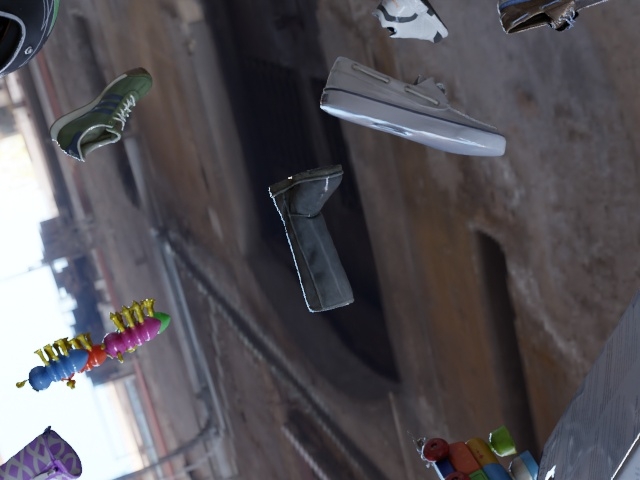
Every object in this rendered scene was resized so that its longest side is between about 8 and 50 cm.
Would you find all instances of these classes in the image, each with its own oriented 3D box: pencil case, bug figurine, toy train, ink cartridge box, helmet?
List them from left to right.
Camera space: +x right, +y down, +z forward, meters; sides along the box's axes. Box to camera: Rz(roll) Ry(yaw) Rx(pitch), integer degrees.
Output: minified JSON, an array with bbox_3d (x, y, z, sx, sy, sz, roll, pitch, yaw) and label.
[{"bbox_3d":[-0.334,-0.246,1.112,0.170,0.161,0.169,-10,-118,20],"label":"helmet"},{"bbox_3d":[-0.420,0.347,1.562,0.206,0.086,0.088,-39,-157,6],"label":"pencil case"},{"bbox_3d":[-0.327,0.159,1.680,0.216,0.072,0.279,-28,179,-3],"label":"bug figurine"},{"bbox_3d":[0.235,0.327,1.758,0.143,0.105,0.248,-26,-151,-3],"label":"toy train"},{"bbox_3d":[0.301,0.186,1.120,0.072,0.330,0.324,24,-151,5],"label":"ink cartridge box"}]

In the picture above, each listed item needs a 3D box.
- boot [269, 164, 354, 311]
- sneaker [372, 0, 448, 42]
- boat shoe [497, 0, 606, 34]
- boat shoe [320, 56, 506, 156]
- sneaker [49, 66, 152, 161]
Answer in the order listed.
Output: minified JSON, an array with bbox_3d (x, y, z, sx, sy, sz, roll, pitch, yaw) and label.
[{"bbox_3d":[0.002,-0.001,1.721,0.076,0.208,0.190,-13,177,-26],"label":"boot"},{"bbox_3d":[0.078,-0.196,1.004,0.044,0.040,0.109,-39,157,15],"label":"sneaker"},{"bbox_3d":[0.370,-0.360,1.776,0.183,0.066,0.066,-10,162,22],"label":"boat shoe"},{"bbox_3d":[0.136,-0.187,1.591,0.268,0.088,0.096,16,174,-1],"label":"boat shoe"},{"bbox_3d":[-0.339,-0.197,1.855,0.192,0.064,0.086,-36,-121,-12],"label":"sneaker"}]
